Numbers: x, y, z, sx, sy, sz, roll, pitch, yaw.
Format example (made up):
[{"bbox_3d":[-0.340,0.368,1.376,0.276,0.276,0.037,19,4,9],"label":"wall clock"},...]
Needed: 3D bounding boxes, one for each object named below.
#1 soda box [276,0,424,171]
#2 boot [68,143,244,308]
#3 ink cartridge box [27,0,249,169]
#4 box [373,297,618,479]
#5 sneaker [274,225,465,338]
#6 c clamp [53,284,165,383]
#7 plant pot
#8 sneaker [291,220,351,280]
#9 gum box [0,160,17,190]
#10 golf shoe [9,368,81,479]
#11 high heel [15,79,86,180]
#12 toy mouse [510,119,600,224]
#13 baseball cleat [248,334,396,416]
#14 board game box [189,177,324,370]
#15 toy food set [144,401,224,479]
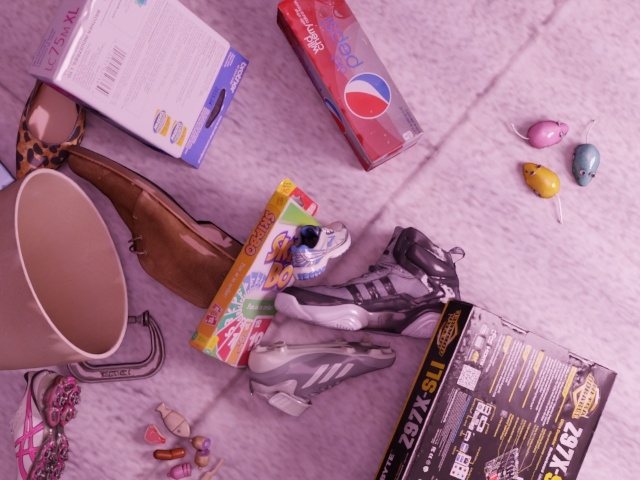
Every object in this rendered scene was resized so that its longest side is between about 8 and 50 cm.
[{"bbox_3d":[0.039,-0.234,1.558,0.092,0.083,0.263,-30,86,-6],"label":"soda box"},{"bbox_3d":[-0.238,-0.019,1.518,0.305,0.112,0.115,36,91,-2],"label":"boot"},{"bbox_3d":[-0.233,-0.235,1.473,0.065,0.311,0.185,19,82,37],"label":"ink cartridge box"},{"bbox_3d":[0.230,0.274,1.485,0.257,0.079,0.322,25,84,-23],"label":"box"},{"bbox_3d":[0.074,0.053,1.529,0.269,0.101,0.153,7,84,-8],"label":"sneaker"},{"bbox_3d":[-0.297,0.132,1.540,0.161,0.022,0.137,2,85,-2],"label":"c clamp"},{"bbox_3d":[-0.438,0.068,1.444,0.274,0.256,0.256,-18,86,15],"label":"plant pot"},{"bbox_3d":[0.000,0.000,1.510,0.052,0.135,0.058,-5,115,29],"label":"sneaker"},{"bbox_3d":[-0.544,-0.102,1.540,0.157,0.041,0.184,-40,88,-5],"label":"gum box"},{"bbox_3d":[-0.390,0.270,1.509,0.086,0.067,0.186,11,84,25],"label":"golf shoe"},{"bbox_3d":[-0.364,-0.197,1.483,0.093,0.186,0.261,26,84,1],"label":"high heel"},{"bbox_3d":[0.354,-0.130,1.589,0.143,0.031,0.161,-40,88,-5],"label":"toy mouse"},{"bbox_3d":[0.002,0.190,1.535,0.206,0.072,0.109,1,99,1],"label":"baseball cleat"},{"bbox_3d":[-0.079,0.048,1.508,0.039,0.124,0.259,23,82,28],"label":"board game box"},{"bbox_3d":[-0.198,0.292,1.531,0.122,0.019,0.078,38,84,1],"label":"toy food set"}]
